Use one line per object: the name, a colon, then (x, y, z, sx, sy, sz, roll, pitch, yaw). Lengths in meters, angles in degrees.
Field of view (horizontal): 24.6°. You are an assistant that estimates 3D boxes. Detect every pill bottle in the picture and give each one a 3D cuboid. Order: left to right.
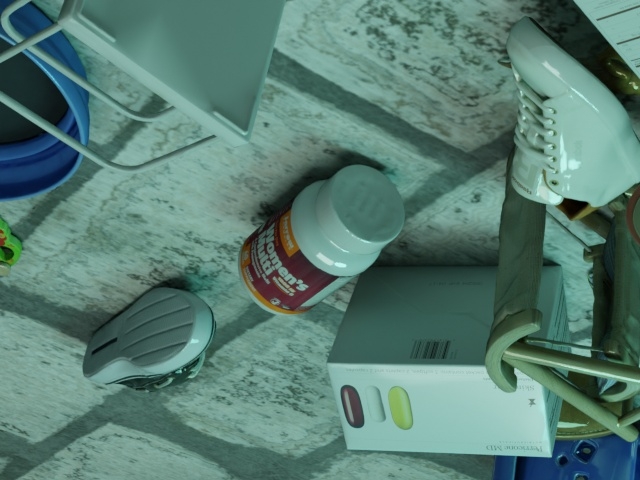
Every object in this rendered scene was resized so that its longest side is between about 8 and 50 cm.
pill bottle: (0.000, 0.000, 1.754, 0.121, 0.121, 0.221, 24, 147, -20)

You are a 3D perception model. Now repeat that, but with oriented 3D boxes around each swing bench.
swing bench: (0.294, 0.048, 1.613, 0.255, 0.253, 0.165, 22, 147, -17)

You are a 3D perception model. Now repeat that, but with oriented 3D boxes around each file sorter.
file sorter: (-0.156, -0.223, 1.288, 0.173, 0.277, 0.193, -19, 138, 42)

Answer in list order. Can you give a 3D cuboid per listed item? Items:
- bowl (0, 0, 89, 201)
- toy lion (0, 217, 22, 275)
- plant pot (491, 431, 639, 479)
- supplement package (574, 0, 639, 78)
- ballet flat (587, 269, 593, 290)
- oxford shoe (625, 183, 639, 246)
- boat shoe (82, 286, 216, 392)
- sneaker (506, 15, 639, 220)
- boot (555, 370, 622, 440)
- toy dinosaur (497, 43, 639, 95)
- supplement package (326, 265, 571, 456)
bowl: (-0.446, -0.181, 1.641, 0.391, 0.077, 0.391, 7, 149, 5)
toy lion: (-0.448, -0.002, 1.984, 0.100, 0.034, 0.096, 26, 139, -24)
plant pot: (0.364, 0.387, 2.132, 0.212, 0.236, 0.236, 5, 172, 23)
supplement package: (0.294, -0.235, 1.291, 0.105, 0.105, 0.179, -16, 141, 36)
ballet flat: (0.373, 0.078, 1.845, 0.041, 0.041, 0.114, -17, 139, 38)
oxford shoe: (0.467, -0.106, 1.475, 0.348, 0.130, 0.123, -30, 90, 33)
boat shoe: (-0.220, 0.147, 2.094, 0.119, 0.121, 0.335, 19, 160, -28)
sneaker: (0.228, -0.099, 1.408, 0.123, 0.106, 0.290, -42, 142, 4)
boot: (0.287, 0.187, 1.998, 0.305, 0.112, 0.115, 15, 138, -3)
toy dinosaur: (0.285, -0.167, 1.447, 0.211, 0.064, 0.112, 11, 150, 1)
supplement package: (0.166, 0.147, 1.829, 0.262, 0.204, 0.145, -1, 125, 19)
